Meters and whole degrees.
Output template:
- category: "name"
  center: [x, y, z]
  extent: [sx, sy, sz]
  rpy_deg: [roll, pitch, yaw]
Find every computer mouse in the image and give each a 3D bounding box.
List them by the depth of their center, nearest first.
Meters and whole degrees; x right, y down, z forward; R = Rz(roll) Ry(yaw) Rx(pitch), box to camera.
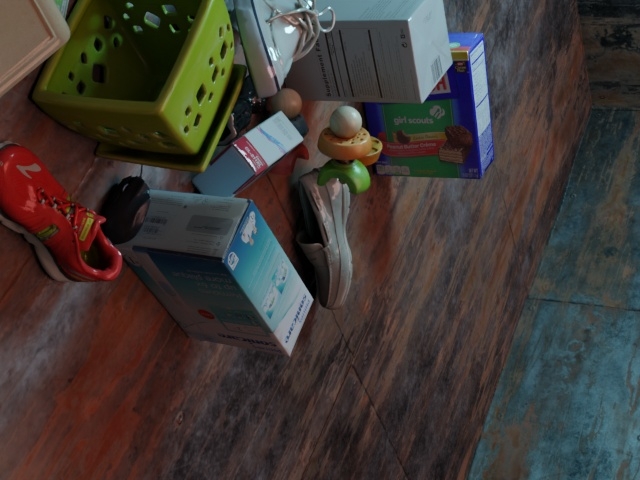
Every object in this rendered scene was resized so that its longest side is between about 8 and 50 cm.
- category: "computer mouse"
  center: [-0.291, -0.111, 1.627]
  extent: [0.041, 0.071, 0.242]
  rpy_deg: [27, 69, -44]

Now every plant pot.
- category: "plant pot"
  center: [-0.246, -0.230, 1.526]
  extent: [0.207, 0.227, 0.228]
  rpy_deg: [60, 45, -56]

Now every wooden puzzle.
- category: "wooden puzzle"
  center: [-0.441, -0.281, 1.297]
  extent: [0.239, 0.044, 0.221]
  rpy_deg: [-52, 140, -28]

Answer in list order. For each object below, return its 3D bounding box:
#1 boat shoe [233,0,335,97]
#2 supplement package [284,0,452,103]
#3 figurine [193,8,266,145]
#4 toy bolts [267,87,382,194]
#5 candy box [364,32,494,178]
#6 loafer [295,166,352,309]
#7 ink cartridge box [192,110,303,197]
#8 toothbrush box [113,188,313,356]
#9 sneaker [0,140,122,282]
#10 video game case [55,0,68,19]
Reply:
- category: "boat shoe"
  center: [-0.055, -0.361, 1.694]
  extent: [0.367, 0.156, 0.136]
  rpy_deg: [-99, 176, -53]
- category: "supplement package"
  center: [0.084, -0.385, 2.031]
  extent: [0.177, 0.292, 0.175]
  rpy_deg: [-53, 139, -44]
- category: "figurine"
  center: [-0.159, -0.299, 1.830]
  extent: [0.209, 0.092, 0.215]
  rpy_deg: [-50, 137, -58]
- category: "toy bolts"
  center: [0.007, -0.216, 1.998]
  extent: [0.218, 0.228, 0.159]
  rpy_deg: [-52, 149, -53]
- category: "candy box"
  center: [0.245, -0.307, 2.384]
  extent: [0.122, 0.268, 0.317]
  rpy_deg: [-52, 138, -51]
- category: "loafer"
  center: [0.000, 0.000, 2.181]
  extent: [0.111, 0.112, 0.320]
  rpy_deg: [-13, 112, -24]
- category: "ink cartridge box"
  center: [-0.127, -0.145, 1.849]
  extent: [0.072, 0.127, 0.175]
  rpy_deg: [50, 39, -2]
- category: "toothbrush box"
  center: [-0.170, 0.056, 1.730]
  extent: [0.126, 0.216, 0.296]
  rpy_deg: [-67, 149, -27]
- category: "sneaker"
  center: [-0.361, -0.038, 1.449]
  extent: [0.279, 0.118, 0.107]
  rpy_deg: [60, 44, -49]
- category: "video game case"
  center: [-0.401, -0.391, 1.399]
  extent: [0.193, 0.023, 0.213]
  rpy_deg: [21, 77, -61]
